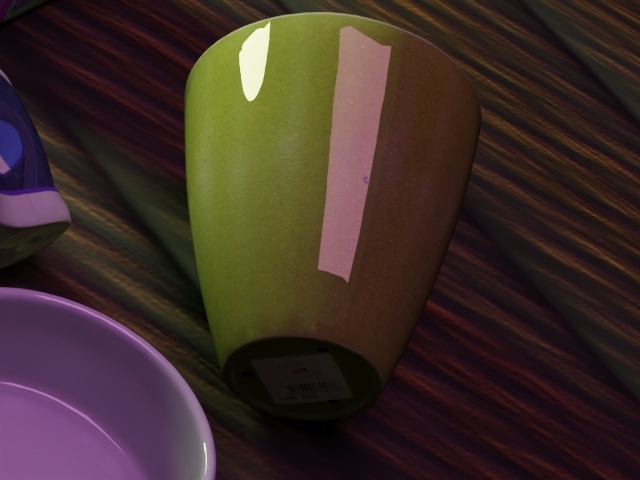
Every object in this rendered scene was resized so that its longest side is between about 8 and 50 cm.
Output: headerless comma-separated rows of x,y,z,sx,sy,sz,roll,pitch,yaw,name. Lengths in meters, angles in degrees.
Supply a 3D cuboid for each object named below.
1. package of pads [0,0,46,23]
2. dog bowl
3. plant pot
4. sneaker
-0.276,-0.342,1.926,0.101,0.229,0.296,37,34,9,package of pads
-0.217,0.163,1.447,0.265,0.104,0.265,19,36,-15,dog bowl
0.000,0.000,1.708,0.274,0.275,0.293,18,52,-17,plant pot
-0.341,-0.093,1.568,0.236,0.130,0.323,61,18,10,sneaker
